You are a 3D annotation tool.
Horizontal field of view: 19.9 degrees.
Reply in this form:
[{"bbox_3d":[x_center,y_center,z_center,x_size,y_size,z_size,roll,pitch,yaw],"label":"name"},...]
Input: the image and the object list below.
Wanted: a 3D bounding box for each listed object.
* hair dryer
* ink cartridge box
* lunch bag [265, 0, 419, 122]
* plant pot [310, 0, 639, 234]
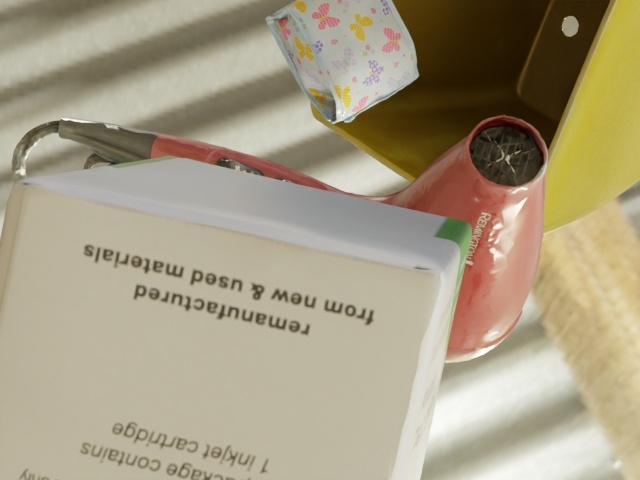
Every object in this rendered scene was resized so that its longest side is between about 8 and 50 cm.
[{"bbox_3d":[0.000,0.000,0.890,0.223,0.293,0.080,28,-120,-39],"label":"hair dryer"},{"bbox_3d":[-0.041,0.122,0.554,0.117,0.201,0.278,13,-84,5],"label":"ink cartridge box"},{"bbox_3d":[0.016,-0.123,1.168,0.071,0.053,0.083,-33,-82,-20],"label":"lunch bag"},{"bbox_3d":[0.155,-0.137,1.288,0.187,0.212,0.212,-1,-151,-47],"label":"plant pot"}]
